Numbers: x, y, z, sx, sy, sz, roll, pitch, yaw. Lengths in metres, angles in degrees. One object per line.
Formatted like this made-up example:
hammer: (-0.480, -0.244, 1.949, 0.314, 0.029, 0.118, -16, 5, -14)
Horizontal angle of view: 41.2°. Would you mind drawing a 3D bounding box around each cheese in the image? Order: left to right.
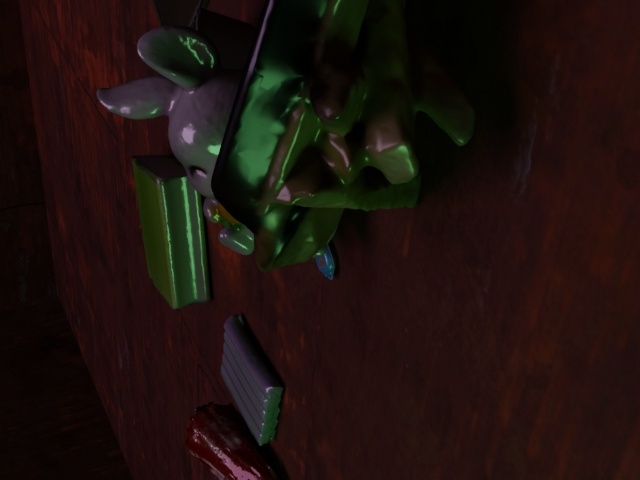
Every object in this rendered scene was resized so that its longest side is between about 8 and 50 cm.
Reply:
cheese: (-0.001, 0.000, 1.147, 0.047, 0.017, 0.111, -28, 77, 62)

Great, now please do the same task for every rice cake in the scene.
rice cake: (-0.129, 0.247, 1.523, 0.198, 0.037, 0.189, 57, 149, 37)

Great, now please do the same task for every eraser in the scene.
eraser: (-0.298, -0.026, 1.685, 0.210, 0.092, 0.274, 35, 134, 57)

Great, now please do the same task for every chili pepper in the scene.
chili pepper: (-0.146, 0.422, 1.577, 0.253, 0.136, 0.144, 36, 108, 44)

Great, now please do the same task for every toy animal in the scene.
toy animal: (-0.097, -0.107, 0.998, 0.325, 0.154, 0.208, 41, 140, -16)

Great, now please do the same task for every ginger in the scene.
ginger: (0.048, -0.174, 0.781, 0.413, 0.211, 0.358, 116, 169, -51)

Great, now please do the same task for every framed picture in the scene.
framed picture: (-0.247, -0.432, 1.455, 0.250, 0.016, 0.184, -40, 66, 64)

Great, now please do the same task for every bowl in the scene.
bowl: (-0.118, -0.203, 1.145, 0.211, 0.112, 0.211, -179, 90, -80)
